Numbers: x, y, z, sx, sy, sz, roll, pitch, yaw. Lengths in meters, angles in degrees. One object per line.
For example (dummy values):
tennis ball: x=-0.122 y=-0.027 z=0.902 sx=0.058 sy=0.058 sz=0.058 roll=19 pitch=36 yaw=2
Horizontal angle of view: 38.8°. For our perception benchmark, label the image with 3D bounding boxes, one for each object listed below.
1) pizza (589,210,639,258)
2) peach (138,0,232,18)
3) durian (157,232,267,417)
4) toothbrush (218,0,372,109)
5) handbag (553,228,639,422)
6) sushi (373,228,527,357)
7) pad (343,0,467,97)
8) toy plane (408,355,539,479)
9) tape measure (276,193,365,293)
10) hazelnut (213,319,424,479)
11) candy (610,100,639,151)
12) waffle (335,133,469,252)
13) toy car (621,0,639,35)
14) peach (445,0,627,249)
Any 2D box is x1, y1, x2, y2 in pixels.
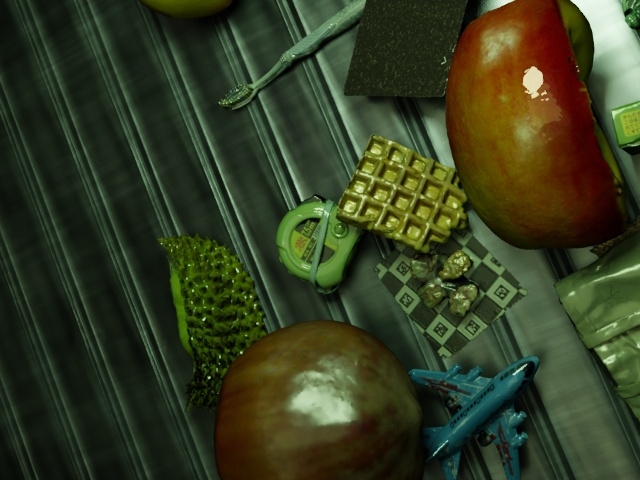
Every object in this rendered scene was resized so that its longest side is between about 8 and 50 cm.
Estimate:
pizza: x=0.498 y=0.020 z=1.441 sx=0.100 sy=0.029 sz=0.099 roll=-41 pitch=85 yaw=21
peach: x=-0.246 y=-0.504 z=1.623 sx=0.231 sy=0.231 sz=0.230 roll=1 pitch=93 yaw=22
durian: x=-0.205 y=0.150 z=1.708 sx=0.169 sy=0.158 sz=0.351 roll=-17 pitch=85 yaw=57
toothbrush: x=-0.016 y=-0.354 z=1.630 sx=0.413 sy=0.042 sz=0.035 roll=-33 pitch=80 yaw=18
handbag: x=0.537 y=0.134 z=1.381 sx=0.253 sy=0.109 sz=0.315 roll=-33 pitch=86 yaw=17
sushi: x=0.210 y=0.073 z=1.551 sx=0.193 sy=0.040 sz=0.210 roll=-44 pitch=76 yaw=18
pad: x=0.155 y=-0.394 z=1.499 sx=0.220 sy=0.004 sz=0.330 roll=10 pitch=84 yaw=43
toy plane: x=0.266 y=0.282 z=1.502 sx=0.254 sy=0.105 sz=0.271 roll=47 pitch=107 yaw=13
tape measure: x=0.000 y=0.000 z=1.608 sx=0.154 sy=0.087 sz=0.177 roll=24 pitch=98 yaw=6
hazelnut: x=-0.007 y=0.314 z=1.502 sx=0.366 sy=0.366 sz=0.365 roll=1 pitch=93 yaw=22
candy: x=0.490 y=-0.170 z=1.342 sx=0.097 sy=0.194 sz=0.062 roll=-17 pitch=85 yaw=23
waffle: x=0.150 y=-0.067 z=1.527 sx=0.211 sy=0.055 sz=0.160 roll=25 pitch=77 yaw=7
toy car: x=0.538 y=-0.321 z=1.391 sx=0.093 sy=0.058 sz=0.186 roll=-37 pitch=91 yaw=19
peach: x=0.311 y=-0.169 z=1.368 sx=0.243 sy=0.306 sz=0.380 roll=-10 pitch=94 yaw=16
